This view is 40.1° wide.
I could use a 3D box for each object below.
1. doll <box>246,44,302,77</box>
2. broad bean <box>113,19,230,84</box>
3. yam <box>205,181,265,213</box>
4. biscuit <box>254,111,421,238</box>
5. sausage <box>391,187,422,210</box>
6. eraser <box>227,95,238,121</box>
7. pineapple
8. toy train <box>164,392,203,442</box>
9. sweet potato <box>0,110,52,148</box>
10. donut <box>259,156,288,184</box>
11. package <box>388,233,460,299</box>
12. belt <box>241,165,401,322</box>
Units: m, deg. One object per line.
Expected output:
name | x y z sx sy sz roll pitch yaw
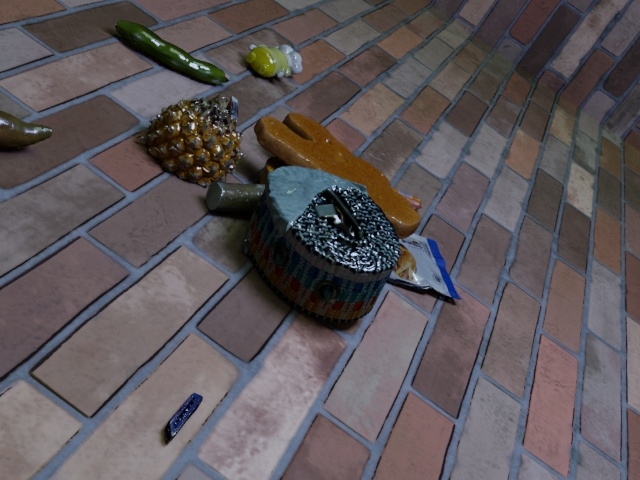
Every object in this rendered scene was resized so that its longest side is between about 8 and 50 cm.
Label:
doll | -0.102 -0.404 1.982 0.106 0.062 0.162 46 30 12
broad bean | -0.293 -0.367 1.737 0.254 0.046 0.065 25 22 -19
yam | -0.126 -0.070 1.444 0.132 0.054 0.054 1 43 -43
biscuit | 0.034 -0.115 1.565 0.334 0.047 0.202 38 27 13
sausage | 0.167 -0.085 1.804 0.107 0.031 0.031 20 31 -26
eraser | -0.172 -0.248 1.699 0.019 0.027 0.099 23 31 -18
pineapple | -0.195 -0.191 1.468 0.176 0.137 0.161 -3 46 -50
toy train | -0.161 0.204 1.016 0.017 0.017 0.083 33 28 3
sweet potato | -0.490 -0.152 1.175 0.274 0.067 0.067 -1 44 -47
donut | -0.038 -0.087 1.559 0.152 0.058 0.152 25 29 -15
package | 0.168 0.034 1.623 0.173 0.027 0.171 15 33 -26
belt | 0.000 0.000 1.373 0.207 0.150 0.257 -7 47 -38
